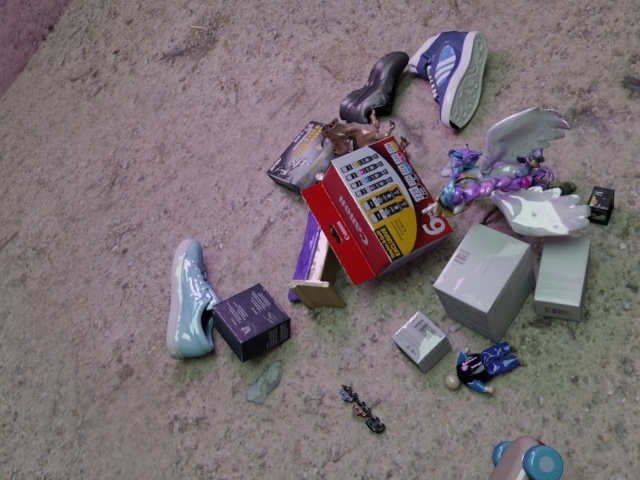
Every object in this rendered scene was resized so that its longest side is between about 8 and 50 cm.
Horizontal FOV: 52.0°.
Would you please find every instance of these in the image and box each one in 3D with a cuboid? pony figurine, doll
[{"bbox_3d":[0.437,-0.153,1.572,0.351,0.302,0.363,-14,14,25],"label":"pony figurine"},{"bbox_3d":[0.386,0.307,1.566,0.189,0.046,0.129,-25,55,7],"label":"doll"}]

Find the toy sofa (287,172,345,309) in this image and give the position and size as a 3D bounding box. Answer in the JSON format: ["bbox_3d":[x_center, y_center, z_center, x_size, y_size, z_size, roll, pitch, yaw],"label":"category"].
[{"bbox_3d":[0.000,0.000,1.835,0.177,0.150,0.362,3,64,22],"label":"toy sofa"}]

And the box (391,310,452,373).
[{"bbox_3d":[0.251,0.253,1.627,0.102,0.087,0.101,-44,55,-5],"label":"box"}]

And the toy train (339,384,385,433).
[{"bbox_3d":[0.099,0.419,1.632,0.036,0.027,0.158,-49,56,4],"label":"toy train"}]

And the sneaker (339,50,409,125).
[{"bbox_3d":[0.192,-0.463,2.059,0.130,0.109,0.286,41,94,27],"label":"sneaker"}]

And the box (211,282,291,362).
[{"bbox_3d":[-0.188,0.222,1.786,0.158,0.093,0.156,-25,50,-27],"label":"box"}]

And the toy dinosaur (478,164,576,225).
[{"bbox_3d":[0.535,-0.135,1.752,0.268,0.064,0.118,-21,63,14],"label":"toy dinosaur"}]

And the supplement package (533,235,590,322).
[{"bbox_3d":[0.582,0.089,1.575,0.105,0.105,0.179,8,66,27],"label":"supplement package"}]

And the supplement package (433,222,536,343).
[{"bbox_3d":[0.400,0.104,1.581,0.149,0.203,0.194,28,74,33],"label":"supplement package"}]

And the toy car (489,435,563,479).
[{"bbox_3d":[0.465,0.545,1.341,0.238,0.219,0.210,33,75,3],"label":"toy car"}]

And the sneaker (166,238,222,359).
[{"bbox_3d":[-0.346,0.164,1.907,0.150,0.135,0.365,-5,69,11],"label":"sneaker"}]

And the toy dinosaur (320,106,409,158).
[{"bbox_3d":[0.139,-0.256,1.905,0.200,0.295,0.127,-40,12,-2],"label":"toy dinosaur"}]

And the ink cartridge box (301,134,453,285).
[{"bbox_3d":[0.142,-0.077,1.716,0.272,0.130,0.309,-26,77,-22],"label":"ink cartridge box"}]

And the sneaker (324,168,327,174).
[{"bbox_3d":[0.075,-0.202,1.981,0.144,0.053,0.059,12,65,19],"label":"sneaker"}]

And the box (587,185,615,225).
[{"bbox_3d":[0.700,-0.086,1.639,0.052,0.083,0.062,16,70,29],"label":"box"}]

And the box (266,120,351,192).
[{"bbox_3d":[-0.038,-0.259,2.020,0.231,0.056,0.183,-50,36,-9],"label":"box"}]

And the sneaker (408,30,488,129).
[{"bbox_3d":[0.362,-0.485,2.000,0.236,0.130,0.322,8,78,46],"label":"sneaker"}]
